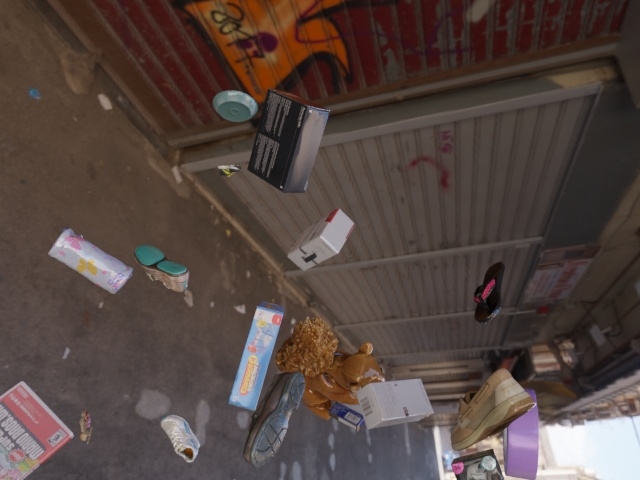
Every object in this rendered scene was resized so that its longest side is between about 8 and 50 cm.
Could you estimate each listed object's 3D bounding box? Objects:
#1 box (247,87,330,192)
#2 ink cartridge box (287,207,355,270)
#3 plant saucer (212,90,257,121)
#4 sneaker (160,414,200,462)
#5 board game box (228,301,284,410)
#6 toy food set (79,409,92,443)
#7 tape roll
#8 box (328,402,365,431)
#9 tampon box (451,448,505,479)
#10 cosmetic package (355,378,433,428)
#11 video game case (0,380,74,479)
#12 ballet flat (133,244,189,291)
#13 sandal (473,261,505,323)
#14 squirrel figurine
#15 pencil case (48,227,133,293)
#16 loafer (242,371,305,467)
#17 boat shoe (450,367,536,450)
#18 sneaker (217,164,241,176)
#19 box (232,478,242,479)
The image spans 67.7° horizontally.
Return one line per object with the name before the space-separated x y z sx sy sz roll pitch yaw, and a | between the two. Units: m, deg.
box | -0.101 -0.298 1.438 0.103 0.184 0.262 -4 121 -46
ink cartridge box | 0.000 0.000 2.141 0.114 0.272 0.197 44 51 -14
plant saucer | -0.226 -0.348 1.262 0.119 0.119 0.022 56 32 -61
sneaker | -0.589 0.830 2.009 0.229 0.087 0.092 57 4 -18
board game box | -0.204 0.367 1.594 0.302 0.086 0.309 126 -20 -84
toy food set | -0.708 0.552 1.430 0.078 0.019 0.122 -105 -160 -53
tape roll | 0.646 0.622 1.551 0.274 0.090 0.275 2 90 -72
box | 0.151 0.636 1.879 0.225 0.136 0.037 -36 131 -42
tampon box | 0.437 0.661 1.278 0.101 0.120 0.161 39 32 -66
cosmetic package | 0.229 0.497 1.465 0.230 0.085 0.118 6 52 -37
video game case | -0.761 0.490 1.101 0.285 0.204 0.025 -42 160 -38
ballet flat | -0.611 0.116 1.818 0.107 0.315 0.106 -26 127 -38
sandal | 0.358 0.106 1.032 0.040 0.067 0.179 39 47 -11
squirrel figurine | 0.037 0.471 1.776 0.397 0.370 0.281 39 61 -17
pencil case | -0.794 0.073 1.657 0.273 0.114 0.124 38 7 -17
loafer | -0.125 0.434 1.179 0.267 0.084 0.096 -53 133 -51
boat shoe | 0.410 0.430 1.203 0.110 0.121 0.341 61 -30 32
sneaker | -0.268 -0.206 1.418 0.031 0.083 0.035 -27 120 -54
box | -0.274 0.961 1.690 0.163 0.142 0.247 -51 158 -19
